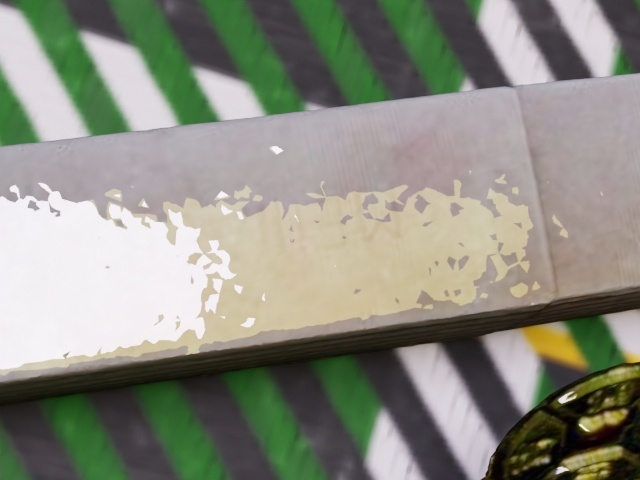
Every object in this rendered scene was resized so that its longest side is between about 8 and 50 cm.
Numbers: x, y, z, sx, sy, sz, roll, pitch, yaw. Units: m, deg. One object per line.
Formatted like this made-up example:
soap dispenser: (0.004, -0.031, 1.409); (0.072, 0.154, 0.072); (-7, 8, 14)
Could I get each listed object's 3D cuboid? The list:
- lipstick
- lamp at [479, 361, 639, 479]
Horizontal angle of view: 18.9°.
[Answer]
lipstick: (0.000, 0.000, 0.636); (0.371, 0.080, 0.076); (-7, 80, -14)
lamp: (0.121, 0.133, 0.568); (0.223, 0.223, 0.196); (-35, 112, -16)
